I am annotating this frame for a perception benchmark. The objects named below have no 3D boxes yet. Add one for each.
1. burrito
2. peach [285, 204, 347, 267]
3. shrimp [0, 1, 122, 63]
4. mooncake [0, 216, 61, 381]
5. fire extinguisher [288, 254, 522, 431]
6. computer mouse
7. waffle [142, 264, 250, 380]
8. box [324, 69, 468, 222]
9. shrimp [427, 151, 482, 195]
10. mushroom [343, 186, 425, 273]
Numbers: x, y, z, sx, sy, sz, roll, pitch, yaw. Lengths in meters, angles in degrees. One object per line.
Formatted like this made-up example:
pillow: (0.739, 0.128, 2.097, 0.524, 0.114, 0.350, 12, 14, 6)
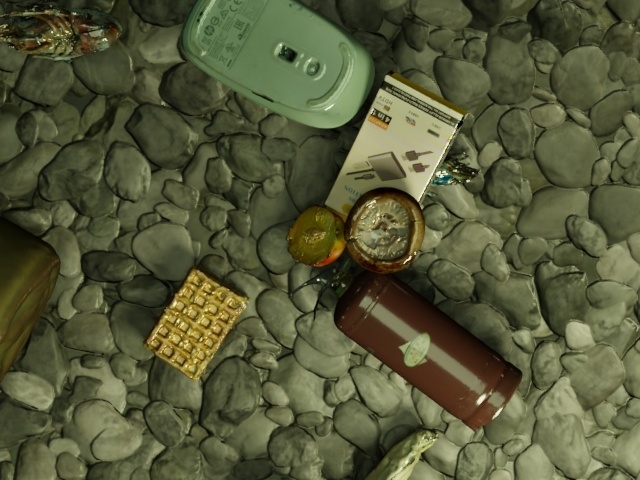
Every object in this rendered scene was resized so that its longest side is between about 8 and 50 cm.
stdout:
burrito: (0.092, 0.367, 1.862, 0.058, 0.063, 0.229, 41, 89, -29)
peach: (0.001, 0.000, 1.851, 0.098, 0.061, 0.098, -16, 65, 38)
shrimp: (-0.405, -0.300, 1.847, 0.233, 0.079, 0.090, -4, 129, 2)
mooncake: (-0.481, 0.107, 1.749, 0.156, 0.284, 0.284, 29, 91, -1)
fire extinguisher: (0.121, 0.140, 1.827, 0.337, 0.114, 0.135, 38, 59, 0)
computer mouse: (-0.059, -0.272, 1.837, 0.288, 0.097, 0.159, 29, 92, 11)
waffle: (-0.183, 0.120, 1.866, 0.102, 0.042, 0.148, 33, 90, -2)
box: (0.102, -0.107, 1.816, 0.129, 0.033, 0.247, 28, 113, 7)
shrimp: (0.149, -0.111, 1.864, 0.174, 0.082, 0.076, 17, 132, 8)
mushroom: (0.093, -0.015, 1.793, 0.123, 0.052, 0.123, -1, 87, 16)
